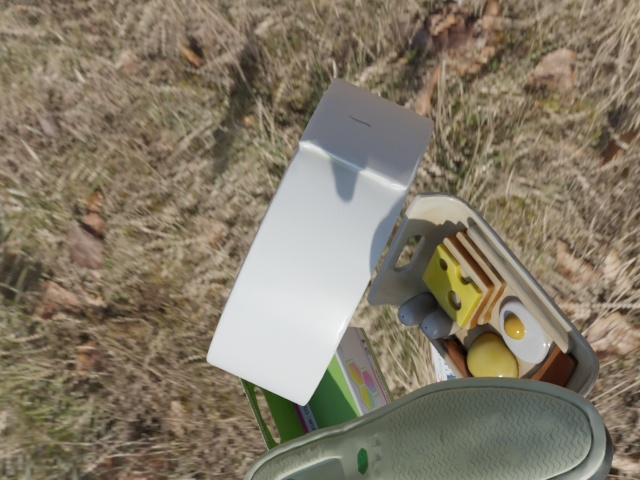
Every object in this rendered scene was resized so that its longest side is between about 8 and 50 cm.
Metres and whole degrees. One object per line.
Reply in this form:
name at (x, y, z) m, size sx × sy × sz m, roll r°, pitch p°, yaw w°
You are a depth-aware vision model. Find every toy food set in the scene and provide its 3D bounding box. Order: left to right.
toy food set at (0.172, 0.118, 1.367) m, size 0.092 × 0.219 × 0.306 m, roll -20°, pitch 60°, yaw -30°

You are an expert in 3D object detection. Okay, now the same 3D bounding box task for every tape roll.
tape roll at (0.000, 0.000, 1.061) m, size 0.100 × 0.286 × 0.286 m, roll 25°, pitch 83°, yaw 1°

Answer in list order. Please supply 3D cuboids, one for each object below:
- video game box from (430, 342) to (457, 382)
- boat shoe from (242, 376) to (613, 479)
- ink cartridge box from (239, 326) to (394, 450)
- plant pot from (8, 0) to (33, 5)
video game box at (0.235, 0.184, 1.533) m, size 0.048 × 0.187 × 0.205 m, roll -34°, pitch 33°, yaw -33°
boat shoe at (0.063, 0.137, 0.674) m, size 0.233 × 0.079 × 0.084 m, roll -21°, pitch 47°, yaw 32°
ink cartridge box at (0.005, 0.215, 1.579) m, size 0.097 × 0.255 × 0.188 m, roll -28°, pitch 74°, yaw 19°
plant pot at (-0.278, -0.297, 0.680) m, size 0.274 × 0.256 × 0.256 m, roll 15°, pitch 82°, yaw -3°
